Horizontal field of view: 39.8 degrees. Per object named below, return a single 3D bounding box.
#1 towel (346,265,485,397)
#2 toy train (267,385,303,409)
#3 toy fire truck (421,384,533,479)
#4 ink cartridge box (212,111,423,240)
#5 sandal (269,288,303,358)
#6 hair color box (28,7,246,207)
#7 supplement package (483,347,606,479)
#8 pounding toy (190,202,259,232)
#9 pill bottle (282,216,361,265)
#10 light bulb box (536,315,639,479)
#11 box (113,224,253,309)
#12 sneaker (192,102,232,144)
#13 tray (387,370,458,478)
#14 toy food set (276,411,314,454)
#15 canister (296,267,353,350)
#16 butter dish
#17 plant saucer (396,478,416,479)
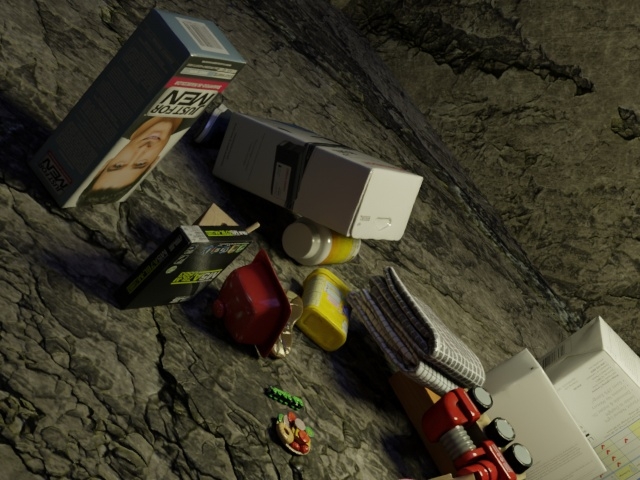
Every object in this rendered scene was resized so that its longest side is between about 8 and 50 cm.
[{"bbox_3d":[0.215,0.203,1.920,0.235,0.121,0.284,34,15,-45],"label":"towel"},{"bbox_3d":[-0.065,0.290,1.634,0.083,0.017,0.024,33,17,-31],"label":"toy train"},{"bbox_3d":[0.260,0.423,1.753,0.246,0.158,0.217,0,50,-47],"label":"toy fire truck"},{"bbox_3d":[-0.002,-0.149,2.058,0.395,0.166,0.285,25,12,27],"label":"ink cartridge box"},{"bbox_3d":[-0.083,0.167,1.771,0.072,0.049,0.180,32,41,-19],"label":"sandal"},{"bbox_3d":[-0.322,-0.223,1.553,0.113,0.374,0.185,51,23,11],"label":"hair color box"},{"bbox_3d":[0.502,0.435,2.074,0.293,0.177,0.175,57,7,-6],"label":"supplement package"},{"bbox_3d":[-0.207,0.003,1.704,0.100,0.130,0.141,43,23,-11],"label":"pounding toy"},{"bbox_3d":[0.000,0.000,2.086,0.117,0.117,0.215,55,24,18],"label":"pill bottle"},{"bbox_3d":[0.700,0.459,2.259,0.361,0.358,0.225,47,24,-4],"label":"light bulb box"},{"bbox_3d":[-0.233,0.045,1.523,0.045,0.184,0.190,52,22,18],"label":"box"},{"bbox_3d":[-0.215,-0.247,2.152,0.163,0.086,0.226,41,22,-8],"label":"sneaker"},{"bbox_3d":[0.319,0.465,1.950,0.203,0.076,0.411,15,39,-52],"label":"tray"},{"bbox_3d":[-0.047,0.343,1.573,0.083,0.020,0.082,42,23,-12],"label":"toy food set"},{"bbox_3d":[0.011,0.150,1.921,0.126,0.073,0.170,43,25,-13],"label":"canister"},{"bbox_3d":[-0.144,0.121,1.640,0.118,0.160,0.160,-3,51,-32],"label":"butter dish"},{"bbox_3d":[0.196,0.580,1.534,0.332,0.084,0.332,37,25,-21],"label":"plant saucer"}]
